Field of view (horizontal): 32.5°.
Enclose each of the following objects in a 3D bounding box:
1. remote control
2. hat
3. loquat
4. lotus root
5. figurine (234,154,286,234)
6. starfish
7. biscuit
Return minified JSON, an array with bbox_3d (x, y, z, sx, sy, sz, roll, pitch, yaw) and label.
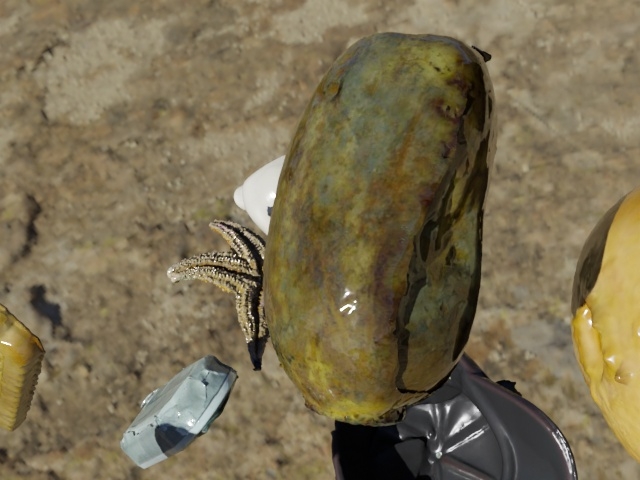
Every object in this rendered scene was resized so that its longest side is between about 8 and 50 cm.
[{"bbox_3d":[-0.153,0.183,1.160,0.104,0.052,0.247,-55,8,-28],"label":"remote control"},{"bbox_3d":[0.170,0.261,1.256,0.336,0.209,0.238,25,82,43],"label":"hat"},{"bbox_3d":[0.385,0.079,0.989,0.328,0.328,0.328,-13,43,12],"label":"loquat"},{"bbox_3d":[0.039,-0.010,0.774,0.152,0.160,0.275,8,85,18],"label":"lotus root"},{"bbox_3d":[0.000,0.000,1.475,0.155,0.127,0.235,-28,85,-2],"label":"figurine"},{"bbox_3d":[-0.059,0.057,1.295,0.240,0.043,0.227,-5,56,-22],"label":"starfish"},{"bbox_3d":[-0.274,0.057,0.793,0.172,0.254,0.029,43,64,2],"label":"biscuit"}]
